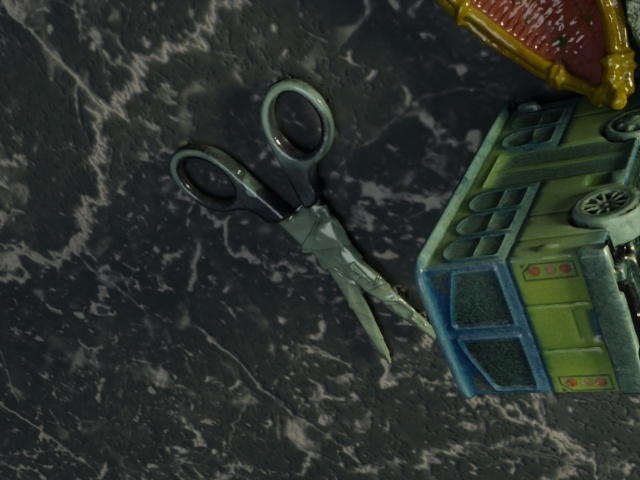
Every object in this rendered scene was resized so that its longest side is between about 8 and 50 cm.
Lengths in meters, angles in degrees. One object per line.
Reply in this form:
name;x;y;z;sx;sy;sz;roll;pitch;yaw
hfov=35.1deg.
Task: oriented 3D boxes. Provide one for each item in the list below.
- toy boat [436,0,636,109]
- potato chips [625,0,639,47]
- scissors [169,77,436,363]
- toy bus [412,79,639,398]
toy boat;0.163;-0.242;0.913;0.318;0.099;0.141;40;129;-1
potato chips;0.336;-0.210;0.830;0.167;0.059;0.228;11;143;12
scissors;0.000;0.000;1.226;0.256;0.029;0.383;-25;111;39
toy bus;0.223;-0.011;0.905;0.190;0.312;0.152;-8;120;32
